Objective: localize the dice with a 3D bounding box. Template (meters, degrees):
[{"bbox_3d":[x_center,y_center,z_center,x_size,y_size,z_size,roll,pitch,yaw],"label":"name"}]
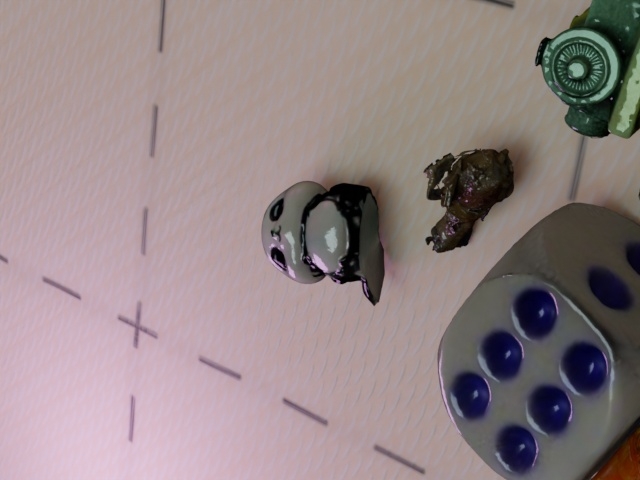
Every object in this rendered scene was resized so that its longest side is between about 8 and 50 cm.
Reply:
[{"bbox_3d":[0.301,0.131,1.614,0.243,0.251,0.259,45,127,15],"label":"dice"}]

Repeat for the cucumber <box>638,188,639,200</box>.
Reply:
[{"bbox_3d":[0.430,-0.040,1.579,0.112,0.064,0.064,33,123,24],"label":"cucumber"}]

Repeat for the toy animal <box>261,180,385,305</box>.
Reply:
[{"bbox_3d":[0.000,0.000,1.874,0.179,0.138,0.166,6,93,31],"label":"toy animal"}]

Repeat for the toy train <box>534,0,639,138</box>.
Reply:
[{"bbox_3d":[0.400,-0.273,1.467,0.253,0.160,0.397,25,121,19],"label":"toy train"}]

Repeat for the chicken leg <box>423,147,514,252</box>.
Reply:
[{"bbox_3d":[0.191,-0.058,1.730,0.080,0.125,0.196,58,171,22],"label":"chicken leg"}]

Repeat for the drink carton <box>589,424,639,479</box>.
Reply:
[{"bbox_3d":[0.462,0.204,1.467,0.111,0.154,0.351,39,96,-20],"label":"drink carton"}]
